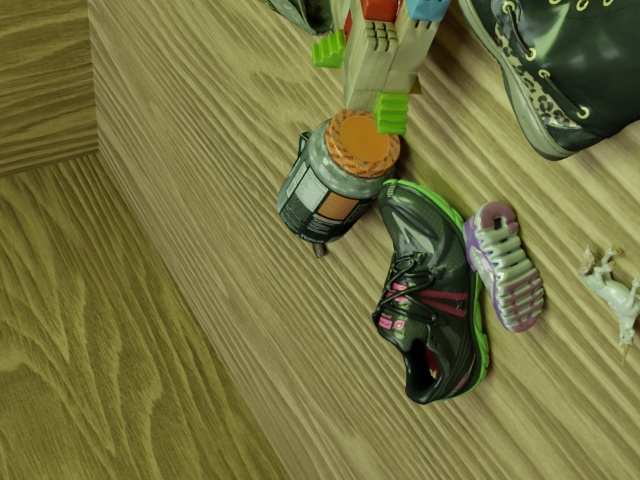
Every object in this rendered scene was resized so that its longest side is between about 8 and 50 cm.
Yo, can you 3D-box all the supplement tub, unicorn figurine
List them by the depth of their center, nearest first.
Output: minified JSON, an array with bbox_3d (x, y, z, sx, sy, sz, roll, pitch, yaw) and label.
[{"bbox_3d":[0.455,0.086,0.911,0.111,0.060,0.162,100,153,-45],"label":"unicorn figurine"},{"bbox_3d":[0.036,-0.136,1.301,0.193,0.194,0.316,60,149,12],"label":"supplement tub"}]

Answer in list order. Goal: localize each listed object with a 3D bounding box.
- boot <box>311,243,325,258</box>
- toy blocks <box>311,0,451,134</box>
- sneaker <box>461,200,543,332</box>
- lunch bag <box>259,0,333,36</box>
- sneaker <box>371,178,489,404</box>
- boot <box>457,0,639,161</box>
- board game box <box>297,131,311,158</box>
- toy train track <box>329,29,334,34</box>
[{"bbox_3d":[0.000,0.000,1.611,0.106,0.037,0.114,-149,47,-65],"label":"boot"},{"bbox_3d":[0.101,-0.404,0.969,0.261,0.191,0.381,111,157,-56],"label":"toy blocks"},{"bbox_3d":[0.317,0.049,1.079,0.104,0.095,0.236,-19,88,67],"label":"sneaker"},{"bbox_3d":[-0.074,-0.577,1.216,0.235,0.169,0.287,42,150,32],"label":"lunch bag"},{"bbox_3d":[0.202,0.113,1.187,0.185,0.202,0.482,2,111,58],"label":"sneaker"},{"bbox_3d":[0.335,-0.302,0.749,0.284,0.138,0.377,-13,102,62],"label":"boot"},{"bbox_3d":[-0.018,-0.169,1.538,0.126,0.026,0.186,48,145,32],"label":"board game box"},{"bbox_3d":[0.020,-0.447,1.297,0.083,0.014,0.048,62,150,11],"label":"toy train track"}]
